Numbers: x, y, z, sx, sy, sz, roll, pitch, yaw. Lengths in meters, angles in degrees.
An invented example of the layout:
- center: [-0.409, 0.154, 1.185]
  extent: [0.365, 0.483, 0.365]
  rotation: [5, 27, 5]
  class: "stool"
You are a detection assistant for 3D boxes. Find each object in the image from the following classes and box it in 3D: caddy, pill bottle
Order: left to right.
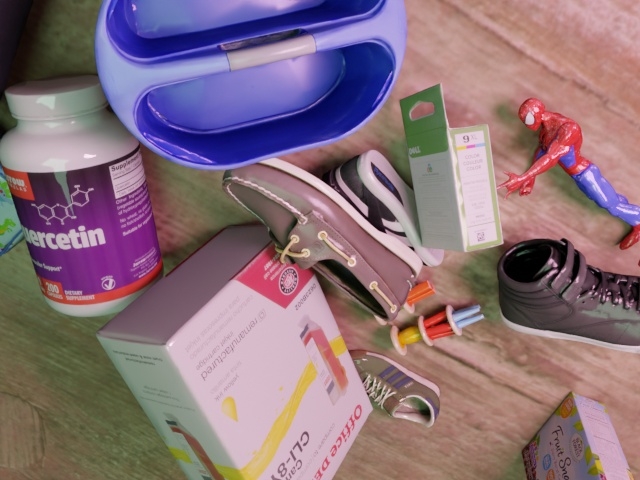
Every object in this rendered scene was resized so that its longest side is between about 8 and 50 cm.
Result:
- center: [-0.341, -0.063, 0.819]
  extent: [0.182, 0.181, 0.323]
  rotation: [1, 118, 8]
  class: "pill bottle"
- center: [-0.073, -0.218, 0.640]
  extent: [0.341, 0.179, 0.241]
  rotation: [-17, 116, -12]
  class: "caddy"

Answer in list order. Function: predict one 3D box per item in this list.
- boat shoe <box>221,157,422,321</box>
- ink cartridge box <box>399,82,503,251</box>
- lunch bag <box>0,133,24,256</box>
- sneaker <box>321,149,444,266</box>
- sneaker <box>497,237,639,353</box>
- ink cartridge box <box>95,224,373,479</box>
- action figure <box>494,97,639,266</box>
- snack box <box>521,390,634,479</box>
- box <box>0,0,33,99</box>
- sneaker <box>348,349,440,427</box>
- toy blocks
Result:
- center: [0.000, 0.000, 0.765]
  extent: [0.324, 0.096, 0.117]
  rotation: [34, 159, -25]
  class: "boat shoe"
- center: [0.170, -0.093, 0.744]
  extent: [0.062, 0.109, 0.209]
  rotation: [-13, 97, -18]
  class: "ink cartridge box"
- center: [-0.536, -0.090, 0.887]
  extent: [0.176, 0.090, 0.219]
  rotation: [-38, 106, 26]
  class: "lunch bag"
- center: [0.084, -0.036, 0.838]
  extent: [0.121, 0.079, 0.217]
  rotation: [-16, 127, 39]
  class: "sneaker"
- center: [0.375, 0.068, 0.765]
  extent: [0.296, 0.104, 0.147]
  rotation: [-1, 142, 34]
  class: "sneaker"
- center: [-0.098, 0.207, 0.854]
  extent: [0.160, 0.279, 0.384]
  rotation: [-2, 122, 38]
  class: "ink cartridge box"
- center: [0.329, -0.060, 0.765]
  extent: [0.139, 0.091, 0.280]
  rotation: [-39, 107, 15]
  class: "action figure"
- center: [0.415, 0.383, 0.925]
  extent: [0.070, 0.207, 0.174]
  rotation: [21, 120, -3]
  class: "snack box"
- center: [-0.496, -0.307, 0.482]
  extent: [0.297, 0.480, 0.471]
  rotation: [27, 104, -3]
  class: "box"
- center: [0.120, 0.257, 0.973]
  extent: [0.192, 0.086, 0.064]
  rotation: [24, 119, -4]
  class: "sneaker"
- center: [0.171, 0.111, 0.905]
  extent: [0.148, 0.054, 0.123]
  rotation: [-25, 112, 20]
  class: "toy blocks"
